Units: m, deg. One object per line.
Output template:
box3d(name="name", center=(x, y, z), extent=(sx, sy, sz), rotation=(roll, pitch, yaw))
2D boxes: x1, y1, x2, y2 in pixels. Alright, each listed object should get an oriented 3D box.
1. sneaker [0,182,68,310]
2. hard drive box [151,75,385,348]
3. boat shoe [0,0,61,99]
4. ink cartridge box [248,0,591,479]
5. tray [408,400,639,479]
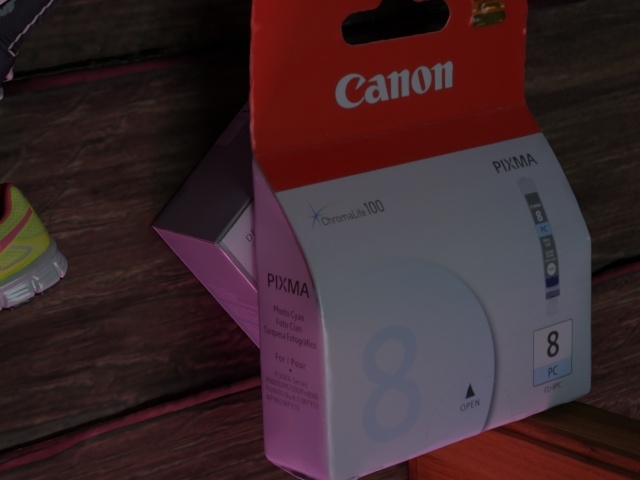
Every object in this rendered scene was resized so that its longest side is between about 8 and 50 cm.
box3d(name="sneaker", center=(-0.282, 0.024, 1.420), extent=(0.208, 0.081, 0.094), rotation=(-33, 113, -39))
box3d(name="hard drive box", center=(0.000, 0.000, 1.646), extent=(0.181, 0.089, 0.232), rotation=(-53, 129, -20))
box3d(name="boat shoe", center=(-0.272, -0.116, 1.374), extent=(0.302, 0.114, 0.091), rotation=(-38, 122, -15))
box3d(name="ink cartridge box", center=(0.090, -0.026, 1.600), extent=(0.308, 0.091, 0.385), rotation=(-14, 110, -39))
box3d(name="tray", center=(0.238, 0.253, 1.696), extent=(0.076, 0.411, 0.203), rotation=(-18, 112, -38))
